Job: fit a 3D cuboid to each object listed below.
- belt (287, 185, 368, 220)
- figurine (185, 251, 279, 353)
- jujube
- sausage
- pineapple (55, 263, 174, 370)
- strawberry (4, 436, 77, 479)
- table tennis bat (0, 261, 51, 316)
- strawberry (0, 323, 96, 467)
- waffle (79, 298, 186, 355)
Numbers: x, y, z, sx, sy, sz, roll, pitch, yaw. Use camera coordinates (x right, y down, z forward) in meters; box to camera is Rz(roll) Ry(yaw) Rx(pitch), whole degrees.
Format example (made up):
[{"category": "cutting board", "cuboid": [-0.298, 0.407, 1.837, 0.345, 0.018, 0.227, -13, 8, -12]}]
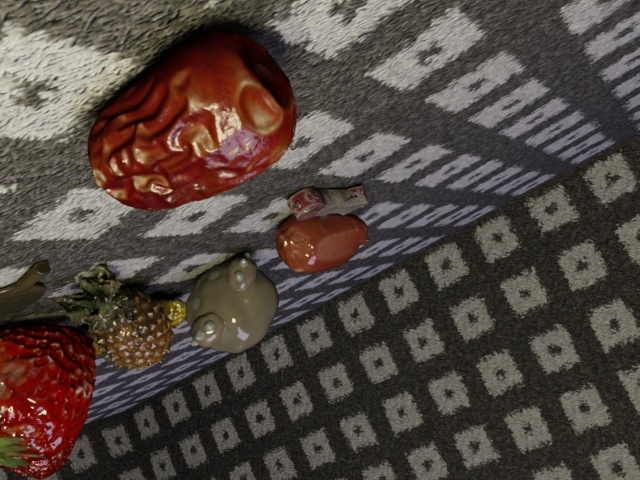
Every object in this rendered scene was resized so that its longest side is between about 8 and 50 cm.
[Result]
[{"category": "belt", "cuboid": [0.016, -0.080, 1.419, 0.071, 0.053, 0.232, -42, 161, 33]}, {"category": "figurine", "cuboid": [-0.205, 0.178, 1.684, 0.248, 0.203, 0.380, -56, 169, -9]}, {"category": "jujube", "cuboid": [-0.139, -0.120, 0.713, 0.230, 0.155, 0.155, -21, 171, 24]}, {"category": "sausage", "cuboid": [0.000, 0.000, 1.509, 0.148, 0.148, 0.254, -33, 166, 32]}, {"category": "pineapple", "cuboid": [-0.406, 0.150, 1.366, 0.175, 0.175, 0.361, -23, 153, -11]}, {"category": "strawberry", "cuboid": [-0.735, 0.472, 1.732, 0.250, 0.288, 0.239, -8, -167, 44]}, {"category": "table tennis bat", "cuboid": [-0.525, 0.092, 1.150, 0.234, 0.022, 0.131, -31, 166, 36]}, {"category": "strawberry", "cuboid": [-0.590, 0.275, 1.311, 0.292, 0.309, 0.291, 0, 145, 0]}, {"category": "waffle", "cuboid": [-0.476, 0.219, 1.677, 0.307, 0.060, 0.312, -7, 158, -46]}]
